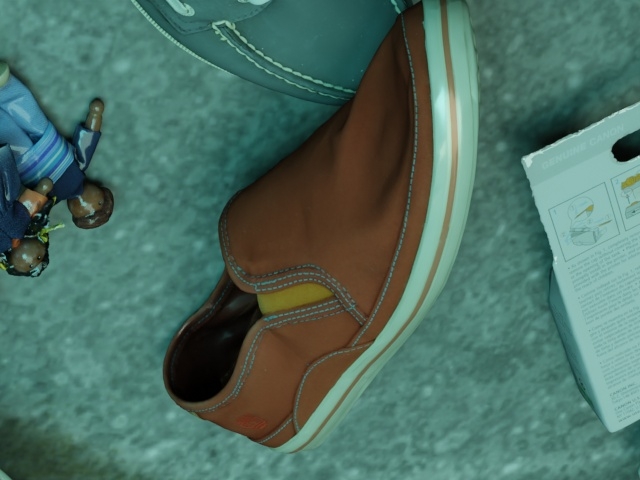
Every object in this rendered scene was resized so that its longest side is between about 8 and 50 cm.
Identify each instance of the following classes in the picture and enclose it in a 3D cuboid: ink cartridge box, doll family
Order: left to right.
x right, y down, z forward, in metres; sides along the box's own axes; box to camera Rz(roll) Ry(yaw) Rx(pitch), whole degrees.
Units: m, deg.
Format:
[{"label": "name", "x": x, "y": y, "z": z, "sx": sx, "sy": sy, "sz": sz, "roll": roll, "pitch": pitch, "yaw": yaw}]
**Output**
[{"label": "doll family", "x": -0.183, "y": -0.002, "z": 1.040, "sx": 0.193, "sy": 0.076, "sz": 0.111, "roll": -40, "pitch": 123, "yaw": 2}, {"label": "ink cartridge box", "x": 0.220, "y": -0.010, "z": 1.225, "sx": 0.181, "sy": 0.056, "sz": 0.225, "roll": -26, "pitch": 123, "yaw": -5}]

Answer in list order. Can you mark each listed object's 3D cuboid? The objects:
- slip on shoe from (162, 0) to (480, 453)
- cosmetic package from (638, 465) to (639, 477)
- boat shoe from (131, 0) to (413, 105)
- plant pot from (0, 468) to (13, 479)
[{"label": "slip on shoe", "x": 0.000, "y": 0.000, "z": 1.059, "sx": 0.101, "sy": 0.123, "sz": 0.331, "roll": 11, "pitch": 138, "yaw": -18}, {"label": "cosmetic package", "x": 0.330, "y": 0.143, "z": 1.262, "sx": 0.151, "sy": 0.151, "sz": 0.184, "roll": -8, "pitch": 143, "yaw": -31}, {"label": "boat shoe", "x": -0.052, "y": -0.150, "z": 0.979, "sx": 0.116, "sy": 0.099, "sz": 0.319, "roll": -46, "pitch": 128, "yaw": 7}, {"label": "plant pot", "x": -0.282, "y": 0.250, "z": 1.070, "sx": 0.284, "sy": 0.284, "sz": 0.191, "roll": -2, "pitch": 156, "yaw": -22}]
